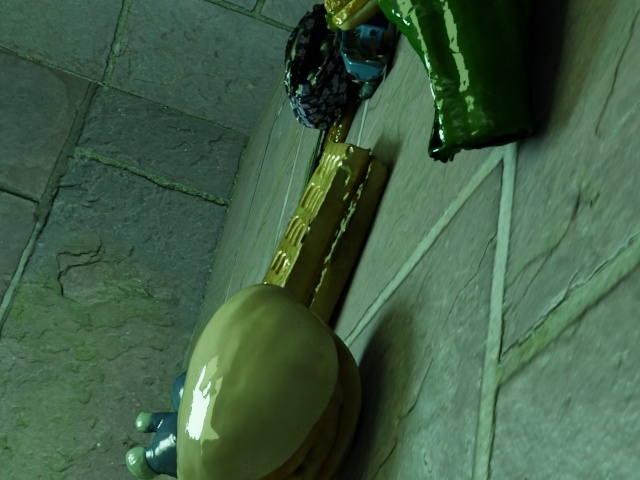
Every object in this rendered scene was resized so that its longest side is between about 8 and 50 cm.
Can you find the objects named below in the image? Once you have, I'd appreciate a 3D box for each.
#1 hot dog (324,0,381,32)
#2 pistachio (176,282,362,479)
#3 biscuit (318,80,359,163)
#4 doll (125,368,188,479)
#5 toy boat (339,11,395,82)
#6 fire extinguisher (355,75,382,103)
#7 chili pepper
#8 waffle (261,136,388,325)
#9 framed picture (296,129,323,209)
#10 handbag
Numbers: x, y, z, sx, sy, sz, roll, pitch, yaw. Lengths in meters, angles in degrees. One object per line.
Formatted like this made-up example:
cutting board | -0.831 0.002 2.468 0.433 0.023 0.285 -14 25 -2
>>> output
hot dog | 0.105 -0.451 1.830 0.250 0.076 0.104 -43 50 21
pistachio | -0.069 0.192 1.293 0.230 0.230 0.308 125 162 -58
biscuit | 0.034 -0.238 2.161 0.188 0.027 0.187 -162 90 -80
doll | -0.191 0.315 1.813 0.258 0.228 0.154 -63 -3 -56
toy boat | 0.087 -0.380 1.919 0.097 0.100 0.223 106 175 -45
fire extinguisher | 0.090 -0.282 1.952 0.038 0.025 0.083 -33 -11 -29
chili pepper | 0.154 -0.244 1.121 0.168 0.213 0.384 -19 61 21
waffle | 0.000 0.000 1.687 0.327 0.098 0.224 -65 12 3
framed picture | -0.024 -0.144 2.258 0.231 0.010 0.173 112 172 -68
handbag | -0.004 -0.338 2.032 0.208 0.127 0.228 67 -142 -67
